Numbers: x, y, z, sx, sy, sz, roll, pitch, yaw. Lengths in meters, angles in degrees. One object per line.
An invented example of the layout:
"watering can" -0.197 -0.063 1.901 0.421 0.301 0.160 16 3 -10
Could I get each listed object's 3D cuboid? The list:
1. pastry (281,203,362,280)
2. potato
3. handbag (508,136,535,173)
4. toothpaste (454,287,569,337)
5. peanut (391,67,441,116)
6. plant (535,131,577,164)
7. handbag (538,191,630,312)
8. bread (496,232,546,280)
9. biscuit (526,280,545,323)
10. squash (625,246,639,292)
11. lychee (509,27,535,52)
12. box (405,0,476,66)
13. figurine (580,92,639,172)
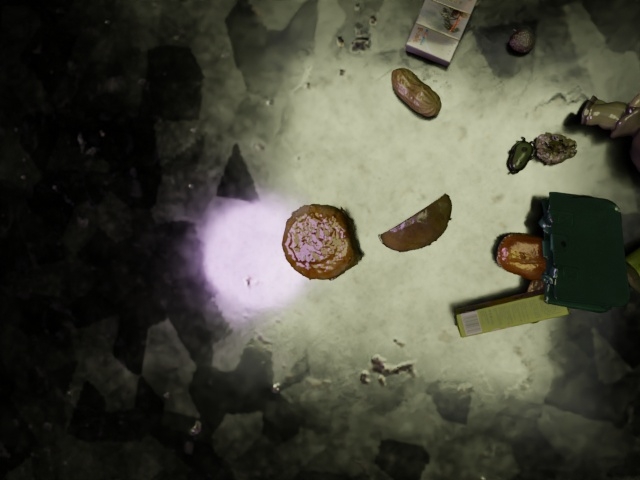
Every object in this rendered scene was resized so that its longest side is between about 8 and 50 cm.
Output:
"pastry" -0.001 0.006 1.719 0.235 0.121 0.257 -17 92 13
"potato" 0.314 -0.035 1.675 0.261 0.100 0.120 -33 87 9
"handbag" 0.612 -0.255 1.646 0.072 0.047 0.111 23 93 8
"toothpaste" 0.569 0.215 1.627 0.327 0.110 0.077 -16 86 14
"peanut" 0.292 -0.459 1.667 0.194 0.093 0.083 42 112 3
"plant" 0.702 -0.285 1.599 0.116 0.122 0.105 -9 80 16
"handbag" 0.748 0.032 1.540 0.238 0.089 0.327 8 72 -9
"bread" 0.632 0.048 1.628 0.190 0.114 0.132 12 96 13
"biscuit" 0.668 0.188 1.671 0.071 0.018 0.147 19 96 10
"squash" 0.980 0.056 1.572 0.186 0.123 0.123 -37 87 4
"lychee" 0.609 -0.605 1.626 0.083 0.068 0.067 43 139 2
"box" 0.374 -0.675 1.657 0.149 0.067 0.233 23 96 8
"figurine" 0.925 -0.294 1.520 0.380 0.248 0.203 35 102 19
